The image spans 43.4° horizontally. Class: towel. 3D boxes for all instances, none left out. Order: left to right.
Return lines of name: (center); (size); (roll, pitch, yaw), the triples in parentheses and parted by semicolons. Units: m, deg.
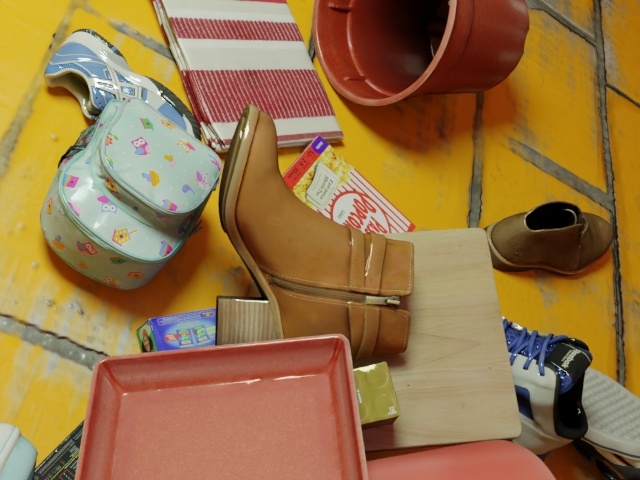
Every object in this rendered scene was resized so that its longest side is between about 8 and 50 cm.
towel: (-0.114, -0.277, 1.157); (0.237, 0.037, 0.329); (-12, 73, -41)

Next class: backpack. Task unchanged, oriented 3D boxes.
backpack: (-0.209, -0.050, 0.887); (0.166, 0.144, 0.188); (37, 52, -19)

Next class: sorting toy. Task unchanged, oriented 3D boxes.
sorting toy: (0.086, 0.126, 0.974); (0.257, 0.089, 0.256); (-4, 68, -5)

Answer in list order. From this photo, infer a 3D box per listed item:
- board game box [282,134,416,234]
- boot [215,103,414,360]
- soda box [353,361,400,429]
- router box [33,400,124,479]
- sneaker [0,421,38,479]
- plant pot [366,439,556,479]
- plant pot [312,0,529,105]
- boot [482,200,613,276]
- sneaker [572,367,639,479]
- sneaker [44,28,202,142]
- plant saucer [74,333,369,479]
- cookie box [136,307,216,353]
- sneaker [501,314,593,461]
board game box: (0.025, -0.032, 1.104); (0.193, 0.045, 0.147); (42, 48, -8)
boot: (0.000, 0.000, 0.877); (0.220, 0.109, 0.284); (1, 91, -10)
soda box: (-0.010, 0.183, 0.864); (0.181, 0.058, 0.061); (-11, 69, -8)
router box: (-0.223, 0.232, 0.781); (0.092, 0.038, 0.122); (46, 48, -3)
sneaker: (-0.245, 0.326, 0.657); (0.208, 0.127, 0.319); (23, 63, -20)
plant pot: (0.085, 0.335, 0.806); (0.243, 0.275, 0.275); (7, 60, -19)
plant pot: (0.175, -0.342, 1.262); (0.265, 0.272, 0.273); (-6, 68, -46)
boot: (0.404, -0.011, 1.316); (0.305, 0.115, 0.112); (-4, 66, -38)
sneaker: (0.435, 0.292, 1.169); (0.321, 0.128, 0.126); (24, 42, 9)
sneaker: (-0.239, -0.163, 0.980); (0.211, 0.080, 0.081); (36, 55, 0)
plant saucer: (-0.088, 0.206, 0.733); (0.258, 0.048, 0.259); (-5, 42, -2)
cookie box: (-0.143, 0.136, 0.891); (0.091, 0.040, 0.107); (-6, 68, -38)
sneaker: (0.255, 0.149, 1.072); (0.127, 0.182, 0.316); (-31, 85, -44)
